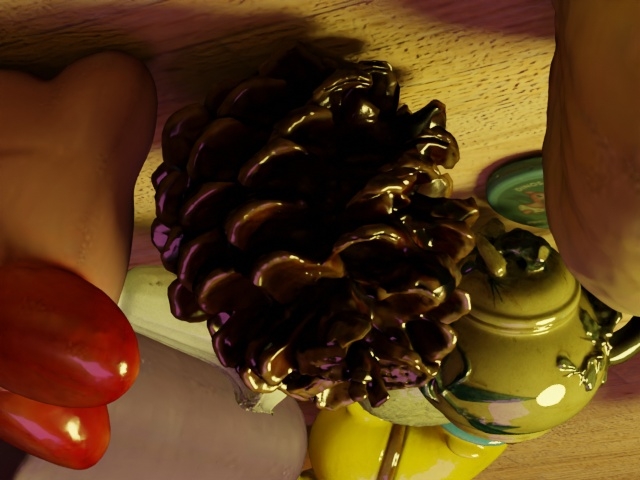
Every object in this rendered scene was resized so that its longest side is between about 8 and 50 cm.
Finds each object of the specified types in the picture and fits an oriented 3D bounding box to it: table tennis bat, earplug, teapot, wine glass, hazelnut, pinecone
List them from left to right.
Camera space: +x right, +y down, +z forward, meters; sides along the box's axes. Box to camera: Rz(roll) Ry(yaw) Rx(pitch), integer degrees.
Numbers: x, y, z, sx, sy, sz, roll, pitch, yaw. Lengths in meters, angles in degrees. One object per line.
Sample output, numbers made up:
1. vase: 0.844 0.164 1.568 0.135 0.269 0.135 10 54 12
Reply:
1. earplug: -0.185 0.187 1.668 0.215 0.215 0.456 -17 156 35
2. wine glass: -0.114 0.054 1.407 0.196 0.165 0.165 14 155 -14
3. pinecone: 0.000 0.003 1.144 0.243 0.257 0.243 -15 167 -4
4. teapot: 0.174 0.065 1.392 0.269 0.173 0.183 -9 128 -13
5. table tennis bat: 0.220 -0.026 1.368 0.124 0.033 0.201 -9 154 33
6. hazelnut: 0.234 -0.081 1.014 0.261 0.241 0.261 -28 160 -11

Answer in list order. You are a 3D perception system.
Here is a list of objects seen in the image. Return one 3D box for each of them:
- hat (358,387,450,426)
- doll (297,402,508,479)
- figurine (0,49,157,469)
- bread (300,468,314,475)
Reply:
1. hat: 0.099 0.109 1.566 0.257 0.130 0.257 -1 157 0
2. doll: 0.103 0.232 1.852 0.363 0.145 0.199 -24 125 37
3. figurine: -0.231 0.004 1.125 0.211 0.261 0.270 7 159 -11
4. bread: 0.047 0.306 2.103 0.183 0.102 0.337 7 159 -10
